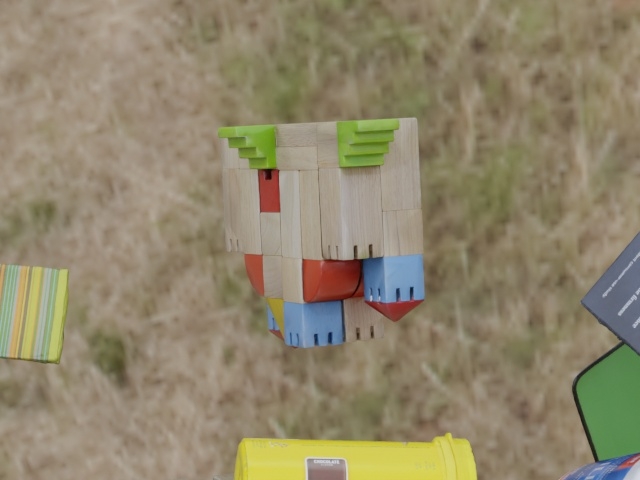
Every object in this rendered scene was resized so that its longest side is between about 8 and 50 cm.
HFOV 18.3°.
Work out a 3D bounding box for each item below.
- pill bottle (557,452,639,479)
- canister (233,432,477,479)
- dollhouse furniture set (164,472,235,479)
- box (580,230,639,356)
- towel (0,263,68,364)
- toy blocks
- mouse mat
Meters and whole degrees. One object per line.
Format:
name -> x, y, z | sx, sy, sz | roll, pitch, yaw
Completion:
pill bottle -> 0.266, 0.222, 1.528 | 0.124, 0.221, 0.124 | 5, 76, -19
canister -> 0.021, 0.205, 1.467 | 0.170, 0.126, 0.073 | 2, 30, -9
dollhouse furniture set -> -0.137, 0.382, 1.964 | 0.259, 0.262, 0.135 | 0, 10, -40
box -> 0.338, 0.065, 1.566 | 0.153, 0.108, 0.207 | -50, 57, 7
towel -> -0.369, 0.066, 1.954 | 0.237, 0.021, 0.102 | 5, 64, -1
toy blocks -> 0.000, 0.000, 2.172 | 0.191, 0.260, 0.381 | -5, 4, -27
mouse mat -> 0.302, 0.133, 1.726 | 0.190, 0.152, 0.007 | -33, 28, -24
